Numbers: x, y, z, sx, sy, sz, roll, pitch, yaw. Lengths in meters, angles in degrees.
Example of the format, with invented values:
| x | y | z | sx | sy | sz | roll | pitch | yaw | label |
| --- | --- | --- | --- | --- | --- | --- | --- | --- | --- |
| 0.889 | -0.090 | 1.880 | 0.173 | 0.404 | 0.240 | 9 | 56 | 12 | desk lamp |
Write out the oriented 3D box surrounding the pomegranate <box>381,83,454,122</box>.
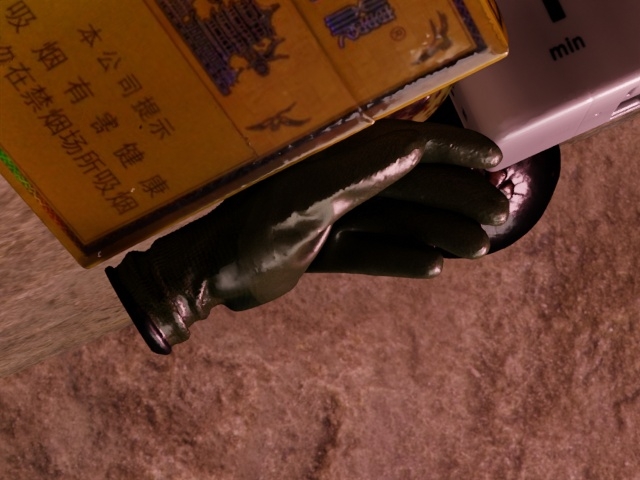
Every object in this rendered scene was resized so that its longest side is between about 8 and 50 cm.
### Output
| x | y | z | sx | sy | sz | roll | pitch | yaw | label |
| --- | --- | --- | --- | --- | --- | --- | --- | --- | --- |
| 0.004 | -0.114 | 0.782 | 0.214 | 0.248 | 0.214 | -3 | -172 | 0 | pomegranate |

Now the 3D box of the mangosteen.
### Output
| x | y | z | sx | sy | sz | roll | pitch | yaw | label |
| --- | --- | --- | --- | --- | --- | --- | --- | --- | --- |
| 0.202 | -0.114 | 1.558 | 0.275 | 0.275 | 0.302 | -23 | -154 | -1 | mangosteen |

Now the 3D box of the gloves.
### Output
| x | y | z | sx | sy | sz | roll | pitch | yaw | label |
| --- | --- | --- | --- | --- | --- | --- | --- | --- | --- |
| -0.008 | -0.010 | 0.690 | 0.268 | 0.107 | 0.135 | -17 | 158 | -2 | gloves |

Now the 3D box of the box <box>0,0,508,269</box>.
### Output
| x | y | z | sx | sy | sz | roll | pitch | yaw | label |
| --- | --- | --- | --- | --- | --- | --- | --- | --- | --- |
| -0.069 | -0.131 | 0.616 | 0.301 | 0.193 | 0.084 | -25 | -148 | 16 | box |

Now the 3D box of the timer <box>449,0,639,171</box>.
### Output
| x | y | z | sx | sy | sz | roll | pitch | yaw | label |
| --- | --- | --- | --- | --- | --- | --- | --- | --- | --- |
| 0.208 | -0.199 | 1.011 | 0.194 | 0.195 | 0.192 | -25 | 173 | 5 | timer |
